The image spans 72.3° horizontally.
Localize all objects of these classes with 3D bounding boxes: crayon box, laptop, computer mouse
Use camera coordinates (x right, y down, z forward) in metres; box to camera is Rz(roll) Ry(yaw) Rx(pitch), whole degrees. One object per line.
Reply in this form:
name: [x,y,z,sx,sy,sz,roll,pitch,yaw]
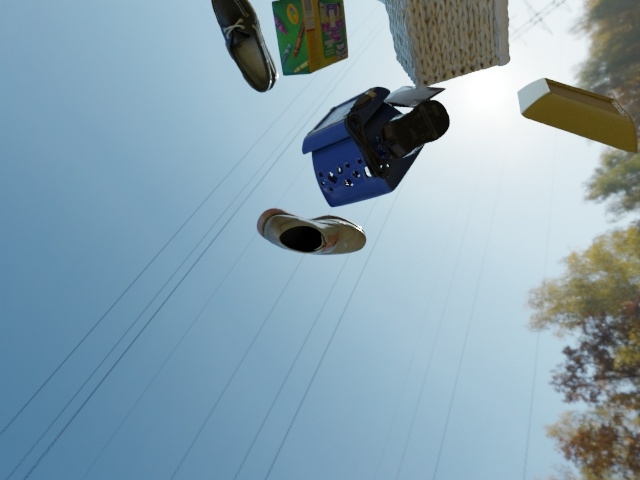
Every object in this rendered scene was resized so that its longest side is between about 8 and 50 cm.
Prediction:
crayon box: [-0.015,-0.535,1.129,0.278,0.081,0.166,-50,-42,-53]
laptop: [0.249,-0.417,1.459,0.136,0.264,0.234,45,-132,8]
computer mouse: [0.172,-0.276,1.030,0.262,0.060,0.184,-37,-81,-16]

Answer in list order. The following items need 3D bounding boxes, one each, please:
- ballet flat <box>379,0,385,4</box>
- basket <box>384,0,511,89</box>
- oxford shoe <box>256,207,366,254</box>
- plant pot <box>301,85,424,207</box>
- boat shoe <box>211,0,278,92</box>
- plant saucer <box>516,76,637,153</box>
ballet flat: [0.245,-0.991,1.742,0.240,0.091,0.077,19,-77,-12]
basket: [0.336,-0.655,1.223,0.329,0.266,0.332,-98,-11,-51]
oxford shoe: [0.000,0.000,1.378,0.396,0.146,0.141,5,-69,-32]
plant pot: [0.103,-0.253,1.164,0.212,0.235,0.236,53,-127,-23]
boat shoe: [-0.213,-0.561,1.220,0.303,0.114,0.091,56,-156,-25]
plant saucer: [0.788,-0.406,1.343,0.332,0.081,0.333,22,-144,8]
